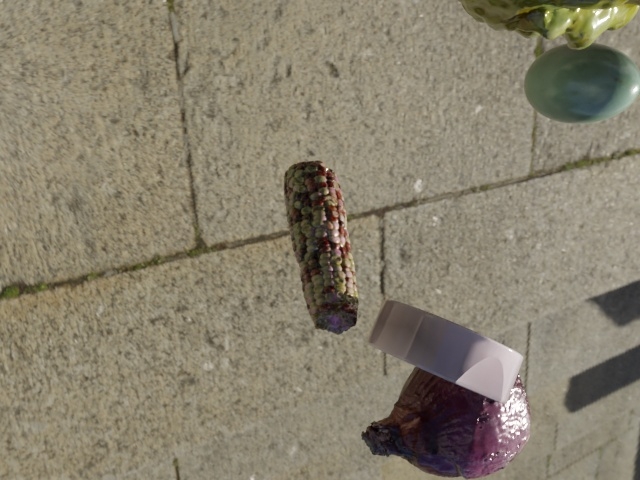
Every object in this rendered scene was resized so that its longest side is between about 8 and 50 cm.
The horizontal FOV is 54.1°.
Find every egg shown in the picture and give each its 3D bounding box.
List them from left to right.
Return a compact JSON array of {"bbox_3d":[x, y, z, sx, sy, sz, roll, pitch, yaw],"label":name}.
[{"bbox_3d":[0.547,-0.330,1.317,0.168,0.231,0.168,-25,120,-54],"label":"egg"}]

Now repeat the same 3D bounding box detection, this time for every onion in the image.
[{"bbox_3d":[0.259,0.333,1.167,0.349,0.159,0.267,-18,91,-34],"label":"onion"}]

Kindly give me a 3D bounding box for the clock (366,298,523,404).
[{"bbox_3d":[0.163,0.146,0.833,0.197,0.197,0.068,28,82,-35],"label":"clock"}]

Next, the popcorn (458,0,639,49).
[{"bbox_3d":[0.262,-0.321,0.607,0.247,0.282,0.282,11,98,-57],"label":"popcorn"}]

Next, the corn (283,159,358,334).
[{"bbox_3d":[0.000,0.000,0.931,0.092,0.092,0.280,14,51,-34],"label":"corn"}]
